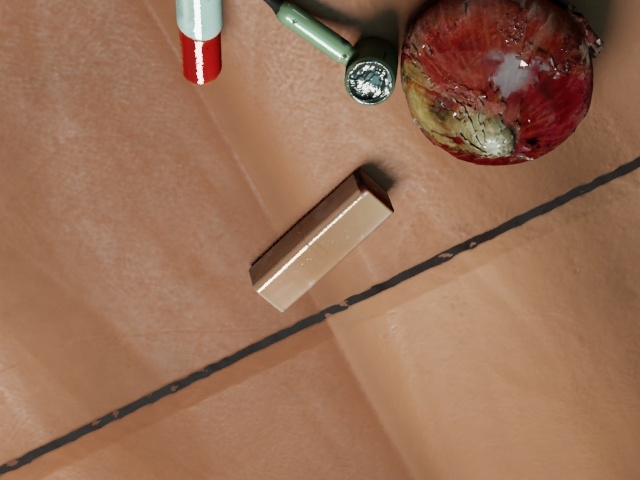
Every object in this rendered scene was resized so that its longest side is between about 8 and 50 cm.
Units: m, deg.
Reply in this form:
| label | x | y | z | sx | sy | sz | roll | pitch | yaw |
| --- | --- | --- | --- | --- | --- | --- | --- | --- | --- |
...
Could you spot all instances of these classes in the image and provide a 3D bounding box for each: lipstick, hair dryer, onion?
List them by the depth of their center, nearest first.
| label | x | y | z | sx | sy | sz | roll | pitch | yaw |
| --- | --- | --- | --- | --- | --- | --- | --- | --- | --- |
| lipstick | -0.105 | -0.262 | 1.565 | 0.061 | 0.068 | 0.274 | -8 | 120 | -12 |
| onion | 0.157 | -0.134 | 1.639 | 0.184 | 0.147 | 0.184 | 1 | 131 | 1 |
| hair dryer | 0.004 | -0.179 | 1.641 | 0.150 | 0.071 | 0.047 | 36 | 107 | -9 |
| lipstick | 0.000 | 0.000 | 1.748 | 0.145 | 0.045 | 0.045 | -42 | 120 | 14 |
